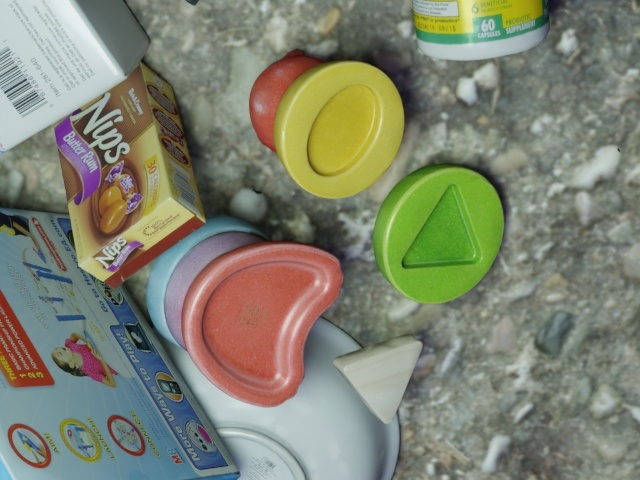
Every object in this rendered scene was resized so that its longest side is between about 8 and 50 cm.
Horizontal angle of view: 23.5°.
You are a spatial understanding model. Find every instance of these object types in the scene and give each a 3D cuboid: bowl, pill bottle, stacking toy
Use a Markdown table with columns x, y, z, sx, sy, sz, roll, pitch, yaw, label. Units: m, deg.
| x | y | z | sx | sy | sz | roll | pitch | yaw | label |
| --- | --- | --- | --- | --- | --- | --- | --- | --- | --- |
| -0.074 | 0.216 | 1.494 | 0.298 | 0.134 | 0.298 | 2 | 113 | 5 | bowl |
| 0.127 | -0.265 | 1.289 | 0.117 | 0.117 | 0.208 | -5 | 110 | 8 | pill bottle |
| 0.000 | 0.000 | 1.406 | 0.279 | 0.130 | 0.309 | 29 | 93 | -35 | stacking toy |

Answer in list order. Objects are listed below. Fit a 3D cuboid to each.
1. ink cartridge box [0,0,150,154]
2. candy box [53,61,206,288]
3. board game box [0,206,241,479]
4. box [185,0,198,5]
| x | y | z | sx | sy | sz | roll | pitch | yaw | label |
| --- | --- | --- | --- | --- | --- | --- | --- | --- | --- |
| -0.328 | -0.175 | 1.371 | 0.278 | 0.117 | 0.201 | -28 | 107 | 16 | ink cartridge box |
| -0.172 | -0.061 | 1.366 | 0.109 | 0.187 | 0.053 | -34 | 136 | 18 | candy box |
| -0.250 | 0.111 | 1.317 | 0.086 | 0.302 | 0.308 | -42 | 69 | 20 | board game box |
| -0.124 | -0.307 | 1.220 | 0.184 | 0.261 | 0.103 | 36 | 111 | -9 | box |
